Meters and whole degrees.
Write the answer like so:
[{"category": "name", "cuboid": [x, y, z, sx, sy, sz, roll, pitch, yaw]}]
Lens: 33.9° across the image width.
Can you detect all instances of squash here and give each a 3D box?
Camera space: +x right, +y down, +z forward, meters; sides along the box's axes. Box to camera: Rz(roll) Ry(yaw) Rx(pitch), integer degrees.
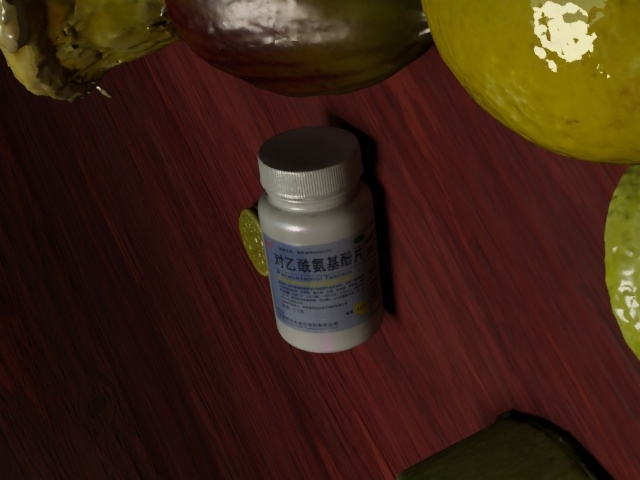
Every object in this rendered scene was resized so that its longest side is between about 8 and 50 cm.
[{"category": "squash", "cuboid": [0.148, 0.255, 0.811, 0.220, 0.133, 0.220, 52, 159, 30]}]

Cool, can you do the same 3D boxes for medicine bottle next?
[{"category": "medicine bottle", "cuboid": [0.000, 0.000, 0.939, 0.103, 0.103, 0.186, 40, 144, 50]}]

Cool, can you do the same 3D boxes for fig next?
[{"category": "fig", "cuboid": [0.021, -0.164, 0.699, 0.274, 0.170, 0.145, 17, 83, 43]}]

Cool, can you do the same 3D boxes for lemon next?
[{"category": "lemon", "cuboid": [0.127, -0.120, 0.459, 0.207, 0.170, 0.170, -134, 30, -59]}]

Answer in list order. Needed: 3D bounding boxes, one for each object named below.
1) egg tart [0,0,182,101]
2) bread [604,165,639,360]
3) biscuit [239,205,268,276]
[{"category": "egg tart", "cuboid": [-0.137, -0.262, 0.814, 0.132, 0.341, 0.341, 19, 141, 9]}, {"category": "bread", "cuboid": [0.200, 0.009, 0.490, 0.114, 0.111, 0.129, -16, 99, 60]}, {"category": "biscuit", "cuboid": [-0.068, 0.000, 1.204, 0.084, 0.023, 0.084, 52, 154, 39]}]
